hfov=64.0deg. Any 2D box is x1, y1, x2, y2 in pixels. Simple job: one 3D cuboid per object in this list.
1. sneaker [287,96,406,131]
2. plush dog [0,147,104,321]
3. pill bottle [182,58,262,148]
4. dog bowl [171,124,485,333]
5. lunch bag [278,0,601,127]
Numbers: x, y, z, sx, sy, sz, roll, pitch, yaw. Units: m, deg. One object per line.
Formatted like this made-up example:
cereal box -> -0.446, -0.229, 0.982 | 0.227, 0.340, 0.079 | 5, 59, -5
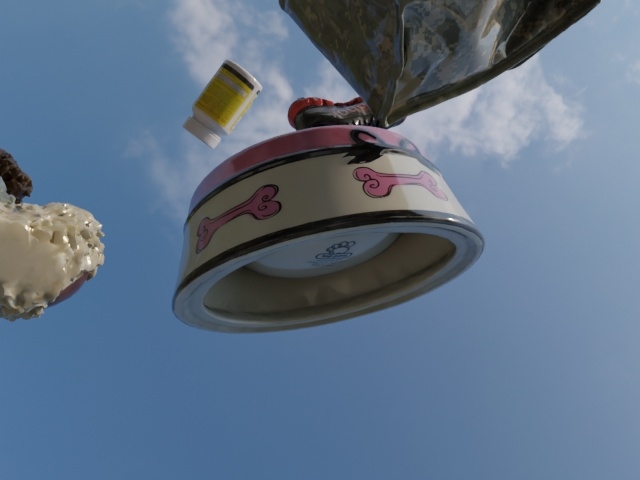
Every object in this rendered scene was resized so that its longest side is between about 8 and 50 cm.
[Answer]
sneaker -> 0.070, -0.256, 1.136 | 0.275, 0.098, 0.135 | -7, -128, -10
plush dog -> -0.325, -0.016, 0.359 | 0.225, 0.262, 0.211 | 8, -56, 53
pill bottle -> -0.257, -0.349, 1.327 | 0.119, 0.119, 0.209 | 37, -88, 16
dog bowl -> 0.000, 0.000, 0.703 | 0.407, 0.408, 0.151 | -17, -113, 13
lunch bag -> 0.127, -0.286, 0.535 | 0.287, 0.169, 0.235 | -27, -118, -15
